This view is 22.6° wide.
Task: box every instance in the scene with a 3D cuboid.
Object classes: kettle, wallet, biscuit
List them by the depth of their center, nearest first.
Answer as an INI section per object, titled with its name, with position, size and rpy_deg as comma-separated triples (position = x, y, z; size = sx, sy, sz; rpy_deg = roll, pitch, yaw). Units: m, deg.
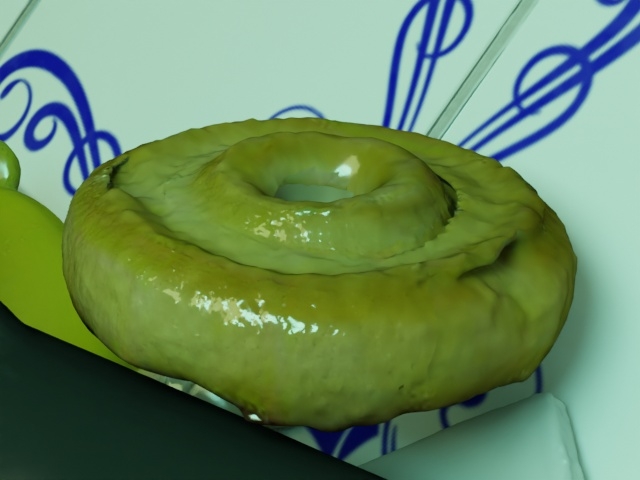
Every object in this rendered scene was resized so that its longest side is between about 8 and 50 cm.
[kettle]
position = -0.097, 0.197, 0.902
size = 0.308, 0.262, 0.203
rpy_deg = 23, 54, 26
[biscuit]
position = 0.000, 0.000, 0.924
size = 0.296, 0.296, 0.102
rpy_deg = 29, 122, 44
[wallet]
position = 0.075, 0.172, 0.943
size = 0.183, 0.032, 0.124
rpy_deg = -28, 53, 28

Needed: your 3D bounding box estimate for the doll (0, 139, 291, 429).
[doll]
position = -0.201, 0.166, 1.099
size = 0.348, 0.161, 0.423
rpy_deg = 21, 82, 22
